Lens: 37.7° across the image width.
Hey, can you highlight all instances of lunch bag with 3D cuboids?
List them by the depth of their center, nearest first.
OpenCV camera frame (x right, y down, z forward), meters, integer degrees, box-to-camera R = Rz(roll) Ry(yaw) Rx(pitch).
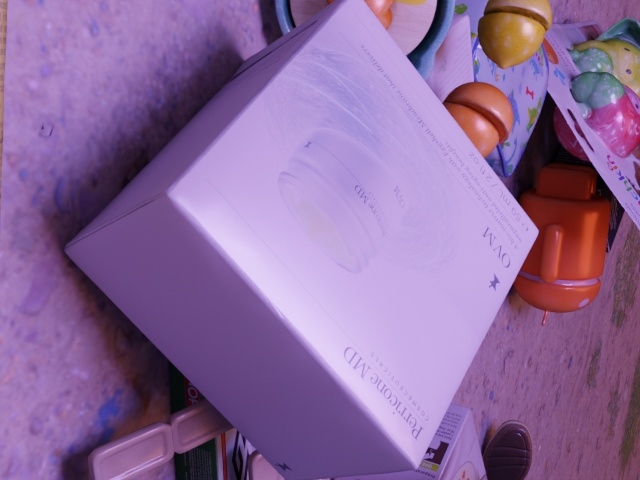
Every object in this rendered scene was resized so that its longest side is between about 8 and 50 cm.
[{"bbox_3d":[0.177,-0.187,1.008,0.176,0.090,0.219,-65,148,-22],"label":"lunch bag"}]

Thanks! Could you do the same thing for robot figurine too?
[{"bbox_3d":[0.336,0.005,1.312,0.128,0.158,0.220,1,102,-15],"label":"robot figurine"}]

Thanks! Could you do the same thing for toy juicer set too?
[{"bbox_3d":[0.070,-0.186,0.700,0.089,0.209,0.329,-83,168,-62],"label":"toy juicer set"}]

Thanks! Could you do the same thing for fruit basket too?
[{"bbox_3d":[0.401,-0.161,1.225,0.327,0.165,0.353,59,30,9],"label":"fruit basket"}]

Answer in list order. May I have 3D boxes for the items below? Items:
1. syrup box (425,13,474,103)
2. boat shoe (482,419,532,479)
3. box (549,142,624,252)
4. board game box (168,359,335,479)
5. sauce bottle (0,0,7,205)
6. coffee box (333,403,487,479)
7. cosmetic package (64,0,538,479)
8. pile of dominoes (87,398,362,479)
[{"bbox_3d":[0.089,-0.088,0.884,0.096,0.093,0.237,-47,138,-44],"label":"syrup box"},{"bbox_3d":[0.272,0.337,1.388,0.072,0.068,0.190,-49,152,-61],"label":"boat shoe"},{"bbox_3d":[0.423,-0.093,1.464,0.158,0.093,0.156,-61,146,-27],"label":"box"},{"bbox_3d":[-0.038,0.170,0.800,0.213,0.046,0.318,-30,125,-52],"label":"board game box"},{"bbox_3d":[-0.182,-0.127,0.384,0.111,0.111,0.345,-8,107,-59],"label":"sauce bottle"},{"bbox_3d":[0.061,0.280,0.863,0.247,0.098,0.141,-58,145,-34],"label":"coffee box"},{"bbox_3d":[0.000,0.000,0.627,0.224,0.138,0.225,49,52,-17],"label":"cosmetic package"},{"bbox_3d":[-0.056,0.186,0.710,0.251,0.040,0.196,-19,117,-35],"label":"pile of dominoes"}]
